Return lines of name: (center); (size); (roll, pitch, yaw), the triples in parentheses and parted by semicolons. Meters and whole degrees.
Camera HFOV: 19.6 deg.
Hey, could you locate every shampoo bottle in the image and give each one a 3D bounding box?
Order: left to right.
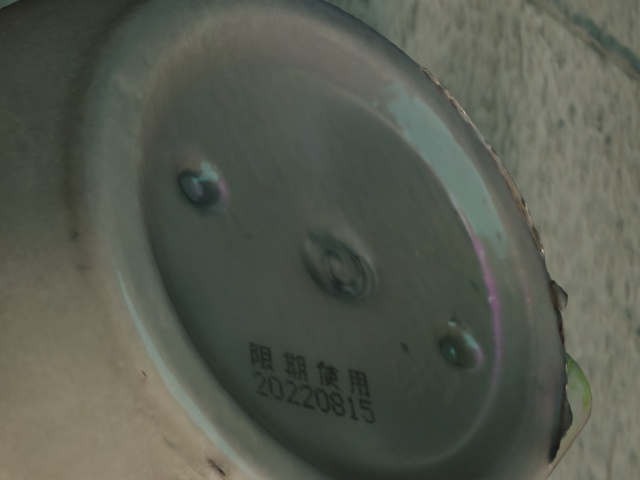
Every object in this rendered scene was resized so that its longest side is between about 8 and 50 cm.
shampoo bottle: (-0.072, 0.056, 0.673); (0.273, 0.266, 0.273); (23, 52, -32)

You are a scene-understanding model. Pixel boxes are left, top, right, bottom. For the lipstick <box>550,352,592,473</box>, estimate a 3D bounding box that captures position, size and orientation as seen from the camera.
lipstick: (0.037, 0.148, 0.876); (0.076, 0.076, 0.304); (55, 44, -9)
